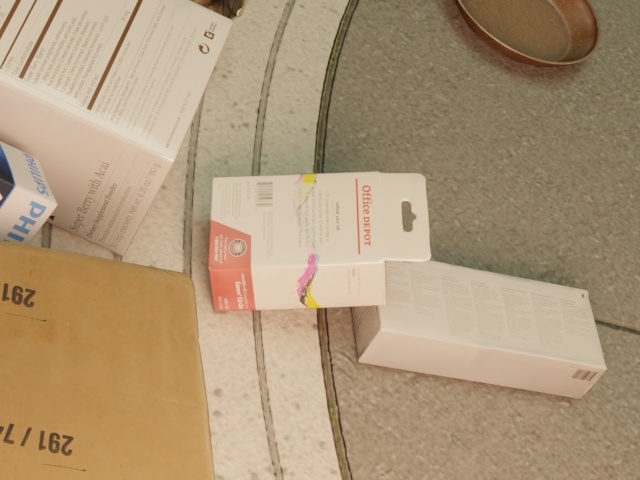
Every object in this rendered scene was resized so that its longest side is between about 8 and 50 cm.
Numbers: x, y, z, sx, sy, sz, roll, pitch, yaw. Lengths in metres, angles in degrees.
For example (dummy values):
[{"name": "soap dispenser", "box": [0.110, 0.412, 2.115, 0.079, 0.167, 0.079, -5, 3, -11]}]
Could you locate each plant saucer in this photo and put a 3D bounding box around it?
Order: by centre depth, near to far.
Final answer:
[{"name": "plant saucer", "box": [0.236, -0.270, 1.974, 0.199, 0.036, 0.198, 16, 45, -17]}]

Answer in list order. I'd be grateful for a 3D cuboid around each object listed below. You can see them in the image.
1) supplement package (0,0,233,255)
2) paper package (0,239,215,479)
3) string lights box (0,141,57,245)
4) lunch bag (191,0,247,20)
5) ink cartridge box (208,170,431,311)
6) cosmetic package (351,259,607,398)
[{"name": "supplement package", "box": [-0.258, -0.148, 1.475, 0.293, 0.177, 0.175, 24, 55, -8]}, {"name": "paper package", "box": [-0.252, 0.154, 1.235, 0.325, 0.168, 0.309, 9, 47, -22]}, {"name": "string lights box", "box": [-0.354, -0.046, 1.309, 0.260, 0.133, 0.077, 26, 20, -37]}, {"name": "lunch bag", "box": [-0.217, -0.317, 1.668, 0.287, 0.169, 0.235, 4, 50, -20]}, {"name": "ink cartridge box", "box": [0.000, 0.000, 1.530, 0.198, 0.067, 0.115, -2, 49, 2]}, {"name": "cosmetic package", "box": [0.149, 0.082, 1.598, 0.239, 0.060, 0.099, 11, 49, -20]}]
